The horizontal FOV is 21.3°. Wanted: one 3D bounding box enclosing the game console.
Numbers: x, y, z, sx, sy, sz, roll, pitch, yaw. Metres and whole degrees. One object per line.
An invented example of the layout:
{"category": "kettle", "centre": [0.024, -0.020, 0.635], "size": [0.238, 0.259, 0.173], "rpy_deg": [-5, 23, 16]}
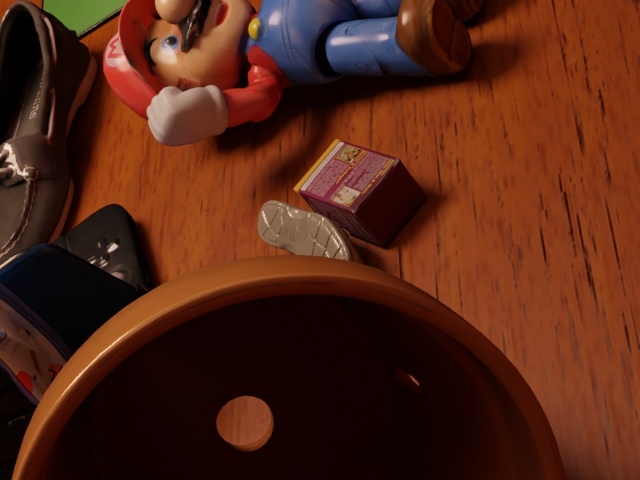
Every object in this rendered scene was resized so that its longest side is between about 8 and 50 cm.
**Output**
{"category": "game console", "centre": [-0.291, 0.070, 1.335], "size": [0.293, 0.173, 0.250], "rpy_deg": [-35, 35, 7]}

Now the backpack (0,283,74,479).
{"category": "backpack", "centre": [-0.271, 0.148, 1.099], "size": [0.263, 0.276, 0.213], "rpy_deg": [-34, 19, 18]}

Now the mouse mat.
{"category": "mouse mat", "centre": [-0.222, -0.275, 1.802], "size": [0.189, 0.007, 0.153], "rpy_deg": [-28, 36, 16]}

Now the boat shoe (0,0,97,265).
{"category": "boat shoe", "centre": [-0.288, -0.096, 1.585], "size": [0.112, 0.095, 0.335], "rpy_deg": [-24, 38, 24]}

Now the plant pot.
{"category": "plant pot", "centre": [-0.032, 0.133, 0.948], "size": [0.291, 0.291, 0.203], "rpy_deg": [-40, 18, 1]}

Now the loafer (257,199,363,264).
{"category": "loafer", "centre": [0.000, 0.000, 1.252], "size": [0.125, 0.039, 0.045], "rpy_deg": [32, 110, 52]}

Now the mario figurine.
{"category": "mario figurine", "centre": [-0.044, -0.179, 1.370], "size": [0.320, 0.170, 0.198], "rpy_deg": [-10, 9, 26]}

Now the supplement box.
{"category": "supplement box", "centre": [0.029, -0.036, 1.259], "size": [0.055, 0.043, 0.083], "rpy_deg": [-49, 34, -12]}
